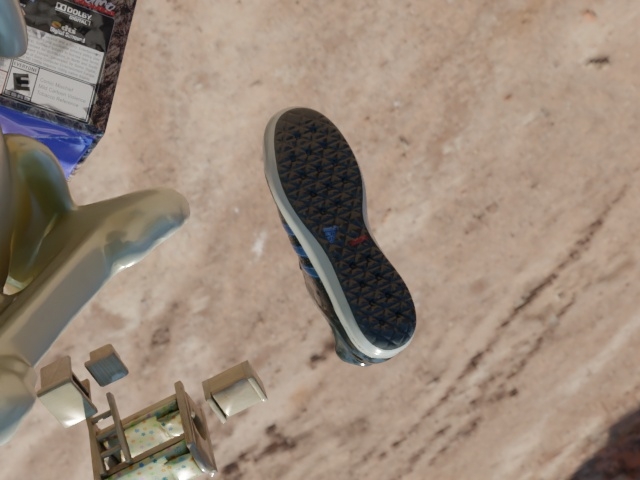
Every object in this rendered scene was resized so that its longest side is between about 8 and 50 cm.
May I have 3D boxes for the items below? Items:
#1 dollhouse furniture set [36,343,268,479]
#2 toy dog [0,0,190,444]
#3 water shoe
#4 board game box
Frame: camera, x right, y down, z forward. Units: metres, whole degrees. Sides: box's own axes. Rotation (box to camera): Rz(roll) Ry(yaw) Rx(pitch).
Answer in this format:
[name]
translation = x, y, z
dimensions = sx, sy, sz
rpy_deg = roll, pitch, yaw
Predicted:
[dollhouse furniture set]
translation = -0.160, 0.167, 1.074
dimensions = 0.182, 0.101, 0.161
rpy_deg = -27, 128, 3
[toy dog]
translation = -0.336, -0.092, 0.680
dimensions = 0.395, 0.408, 0.284
rpy_deg = -10, -152, 40
[water shoe]
translation = 0.000, 0.000, 0.805
dimensions = 0.073, 0.203, 0.080
rpy_deg = -15, 166, -28
[board game box]
translation = -0.284, -0.226, 0.931
dimensions = 0.232, 0.291, 0.141
rpy_deg = 18, 156, -21
